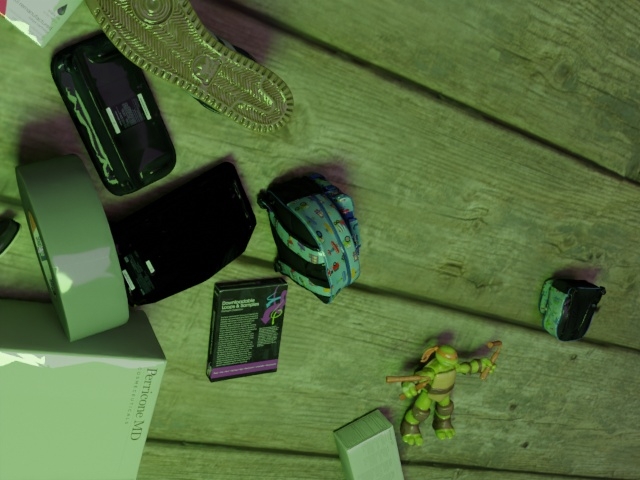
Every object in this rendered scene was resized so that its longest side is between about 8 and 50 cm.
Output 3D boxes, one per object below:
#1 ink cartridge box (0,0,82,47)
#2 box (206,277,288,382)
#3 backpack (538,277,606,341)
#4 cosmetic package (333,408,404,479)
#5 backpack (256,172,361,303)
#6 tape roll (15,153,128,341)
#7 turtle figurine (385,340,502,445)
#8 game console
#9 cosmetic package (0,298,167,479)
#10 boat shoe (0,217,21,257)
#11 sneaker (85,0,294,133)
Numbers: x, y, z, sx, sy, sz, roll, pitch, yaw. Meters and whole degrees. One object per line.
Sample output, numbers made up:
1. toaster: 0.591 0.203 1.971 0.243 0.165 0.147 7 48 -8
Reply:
1. ink cartridge box: -0.313 -0.312 0.905 0.150 0.063 0.109 -50 127 1
2. box: -0.115 0.139 1.259 0.116 0.029 0.162 -4 116 -29
3. backpack: 0.473 0.130 1.550 0.105 0.084 0.114 3 107 -30
4. cosmetic package: 0.098 0.434 1.502 0.099 0.060 0.239 -23 123 -16
5. backpack: 0.000 0.000 1.165 0.117 0.173 0.158 -23 122 -18
6. tape roll: -0.300 0.008 0.972 0.072 0.219 0.219 -18 121 -23
7. turtle figurine: 0.201 0.268 1.464 0.270 0.087 0.217 -12 126 -34
8. game console: -0.222 -0.096 1.064 0.213 0.044 0.361 -33 120 -25
9. cosmetic package: -0.405 0.187 1.030 0.366 0.155 0.196 7 108 -27
10. boat shoe: -0.435 0.013 1.004 0.133 0.049 0.042 -35 133 -5
11. sneaker: -0.167 -0.237 0.987 0.282 0.153 0.099 36 95 -24
